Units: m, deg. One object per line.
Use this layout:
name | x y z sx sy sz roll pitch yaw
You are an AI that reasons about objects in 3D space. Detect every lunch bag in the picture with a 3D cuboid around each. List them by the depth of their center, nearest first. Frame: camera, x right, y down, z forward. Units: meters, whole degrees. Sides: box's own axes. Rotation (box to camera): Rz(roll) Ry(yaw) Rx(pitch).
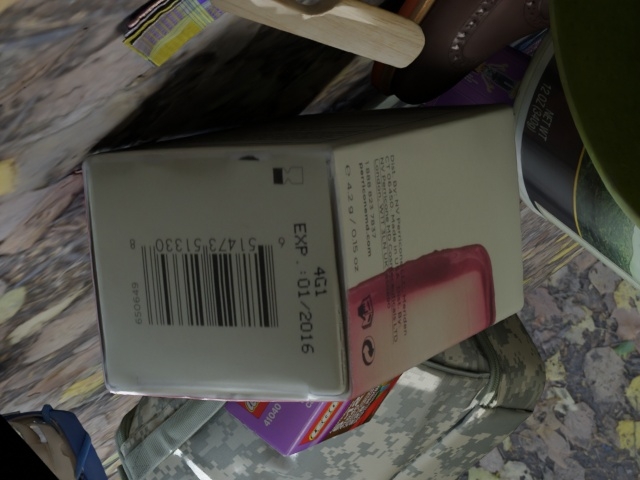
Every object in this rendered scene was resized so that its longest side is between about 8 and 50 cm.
lunch bag | 0.001 0.121 1.437 0.305 0.213 0.256 -43 151 26

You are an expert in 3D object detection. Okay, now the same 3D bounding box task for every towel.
towel | -0.049 -0.106 0.751 0.083 0.009 0.060 -35 170 0

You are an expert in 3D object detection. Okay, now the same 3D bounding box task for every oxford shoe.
oxford shoe | 0.140 -0.149 0.931 0.271 0.098 0.097 -40 170 27

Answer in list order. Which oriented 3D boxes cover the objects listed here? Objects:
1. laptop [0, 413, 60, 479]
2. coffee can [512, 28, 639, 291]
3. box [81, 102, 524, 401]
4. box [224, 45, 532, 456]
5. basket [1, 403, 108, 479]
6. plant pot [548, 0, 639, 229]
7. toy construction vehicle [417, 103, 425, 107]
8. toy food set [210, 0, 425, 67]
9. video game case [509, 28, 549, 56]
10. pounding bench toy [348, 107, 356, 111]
laptop | -0.313 0.225 0.805 0.382 0.408 0.236 -32 136 -23
coffee can | 0.270 -0.027 0.983 0.201 0.275 0.202 -23 133 -26
box | 0.000 0.000 0.925 0.148 0.127 0.232 -1 -172 29
box | 0.066 0.003 1.150 0.293 0.057 0.201 -56 166 11
basket | -0.218 0.227 1.166 0.254 0.201 0.289 -28 169 34
plant pot | 0.301 -0.129 0.773 0.293 0.275 0.275 -4 156 -26
toy construction vehicle | 0.059 -0.045 1.257 0.098 0.035 0.086 -58 179 -7
toy food set | 0.040 -0.166 0.634 0.128 0.071 0.218 6 142 -38
video game case | 0.190 -0.169 1.241 0.201 0.023 0.183 -35 171 3
pounding bench toy | 0.017 -0.051 1.119 0.065 0.052 0.083 -36 170 2
